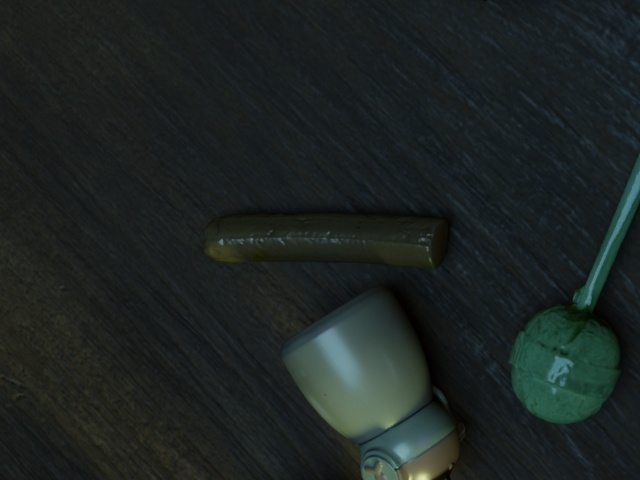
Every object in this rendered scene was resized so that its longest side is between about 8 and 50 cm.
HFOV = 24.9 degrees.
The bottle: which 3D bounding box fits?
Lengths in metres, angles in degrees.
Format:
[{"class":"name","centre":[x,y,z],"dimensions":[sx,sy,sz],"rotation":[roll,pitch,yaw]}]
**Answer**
[{"class":"bottle","centre":[0.071,0.183,1.637],"dimensions":[0.147,0.147,0.236],"rotation":[-32,86,24]}]

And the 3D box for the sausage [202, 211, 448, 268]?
[{"class":"sausage","centre":[0.001,-0.001,1.683],"dimensions":[0.301,0.066,0.066],"rotation":[3,99,23]}]

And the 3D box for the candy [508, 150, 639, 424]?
[{"class":"candy","centre":[0.313,-0.012,1.540],"dimensions":[0.119,0.119,0.440],"rotation":[22,99,19]}]
